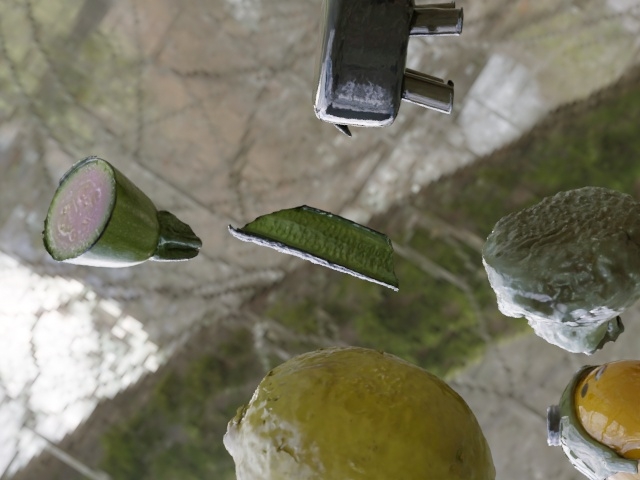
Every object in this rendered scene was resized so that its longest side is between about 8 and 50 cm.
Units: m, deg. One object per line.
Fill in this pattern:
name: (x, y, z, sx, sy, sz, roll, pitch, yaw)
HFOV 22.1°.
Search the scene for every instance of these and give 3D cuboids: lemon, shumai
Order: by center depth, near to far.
lemon: (0.052, 0.251, 1.808, 0.322, 0.268, 0.268, 24, 178, 5)
shumai: (0.329, 0.067, 2.123, 0.225, 0.222, 0.261, 2, -159, 27)

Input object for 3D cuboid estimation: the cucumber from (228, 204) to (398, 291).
cucumber: (0.000, 0.000, 1.999, 0.220, 0.070, 0.046, 19, 159, 4)

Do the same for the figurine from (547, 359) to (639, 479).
figurine: (0.240, 0.172, 1.147, 0.141, 0.166, 0.250, 2, 124, 34)

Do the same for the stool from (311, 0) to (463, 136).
stool: (0.065, -0.200, 1.593, 0.139, 0.153, 0.228, 6, 146, -4)

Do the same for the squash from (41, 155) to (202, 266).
squash: (-0.181, -0.010, 1.550, 0.132, 0.105, 0.105, 25, -175, -42)
